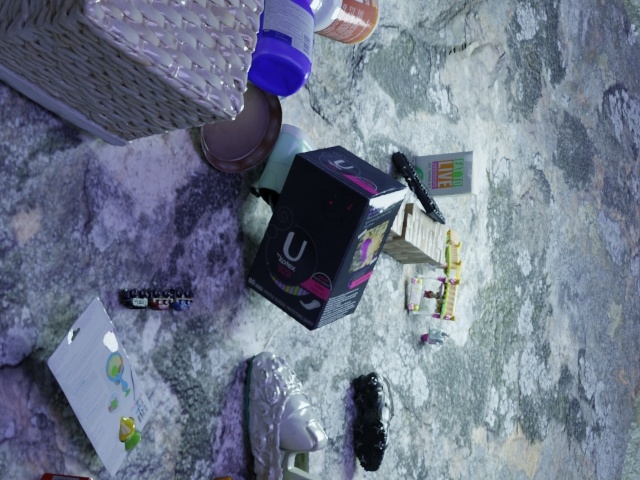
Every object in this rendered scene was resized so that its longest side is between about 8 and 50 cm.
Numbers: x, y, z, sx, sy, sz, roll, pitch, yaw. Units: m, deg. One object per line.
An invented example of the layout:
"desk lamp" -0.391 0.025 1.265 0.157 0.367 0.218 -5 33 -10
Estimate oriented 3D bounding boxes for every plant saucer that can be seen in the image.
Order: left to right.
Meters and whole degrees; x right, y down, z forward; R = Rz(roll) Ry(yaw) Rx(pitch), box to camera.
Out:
"plant saucer" -0.140 -0.198 1.949 0.168 0.029 0.168 -20 124 -33

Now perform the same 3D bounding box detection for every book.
"book" 0.277 -0.144 2.519 0.035 0.144 0.096 13 76 -55

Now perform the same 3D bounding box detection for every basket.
"basket" -0.277 -0.351 1.593 0.331 0.266 0.328 31 62 -46

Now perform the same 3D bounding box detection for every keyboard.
"keyboard" 0.208 -0.118 2.437 0.108 0.023 0.180 31 26 -51

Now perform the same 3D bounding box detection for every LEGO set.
"LEGO set" 0.252 0.084 2.535 0.132 0.107 0.287 97 1 -65

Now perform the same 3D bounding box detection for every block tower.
"block tower" 0.142 -0.040 2.356 0.335 0.097 0.091 32 61 -49

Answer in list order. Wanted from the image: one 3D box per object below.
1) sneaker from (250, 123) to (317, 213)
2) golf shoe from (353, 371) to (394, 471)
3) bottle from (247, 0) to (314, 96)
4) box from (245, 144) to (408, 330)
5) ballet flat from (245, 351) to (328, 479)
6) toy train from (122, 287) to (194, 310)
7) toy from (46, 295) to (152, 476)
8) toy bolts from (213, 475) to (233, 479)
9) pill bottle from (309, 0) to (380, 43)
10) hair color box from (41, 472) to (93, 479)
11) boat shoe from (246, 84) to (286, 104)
"sneaker" -0.038 -0.090 2.100 0.256 0.094 0.151 42 64 -52
"golf shoe" 0.119 0.365 2.294 0.094 0.077 0.198 13 77 -56
"bottle" -0.069 -0.374 1.966 0.118 0.092 0.283 25 44 -24
"box" 0.009 -0.006 1.983 0.143 0.165 0.270 -17 134 -56
"ballet flat" -0.044 0.398 1.998 0.147 0.147 0.409 4 83 -56
"toy train" -0.254 0.094 1.803 0.158 0.027 0.036 4 87 -56
"toy" -0.329 0.213 1.654 0.137 0.056 0.237 -61 140 -44
"toy bolts" -0.180 0.510 1.826 0.218 0.158 0.228 -134 -158 -80
"pill bottle" 0.012 -0.449 2.171 0.216 0.121 0.121 3 84 -57
"hair color box" -0.319 0.394 1.617 0.167 0.093 0.053 51 48 -40
"boat shoe" -0.116 -0.279 1.995 0.227 0.081 0.079 14 76 -54
